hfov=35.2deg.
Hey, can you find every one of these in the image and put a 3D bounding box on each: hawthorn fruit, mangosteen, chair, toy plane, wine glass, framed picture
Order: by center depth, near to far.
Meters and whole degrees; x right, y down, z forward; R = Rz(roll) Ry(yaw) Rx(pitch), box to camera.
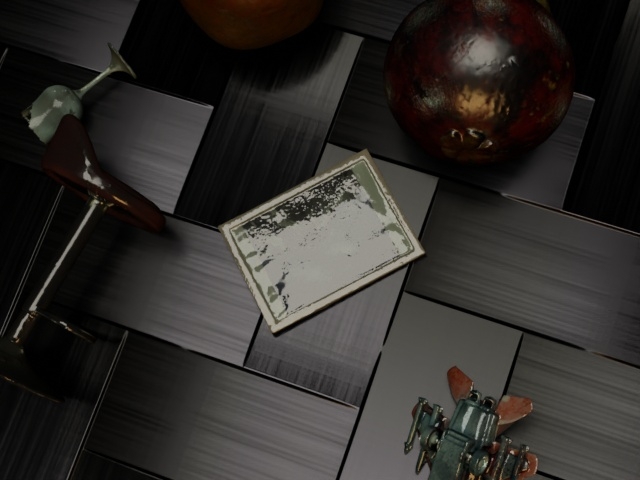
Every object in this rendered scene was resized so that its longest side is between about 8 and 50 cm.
[{"bbox_3d":[0.189,0.358,1.479,0.223,0.104,0.326,21,82,38],"label":"toy plane"},{"bbox_3d":[0.243,-0.260,1.542,0.311,0.311,0.311,-2,76,6],"label":"mangosteen"},{"bbox_3d":[-0.399,0.025,1.567,0.227,0.226,0.401,26,80,12],"label":"chair"},{"bbox_3d":[-0.116,-0.458,1.616,0.268,0.301,0.267,-1,82,4],"label":"hawthorn fruit"},{"bbox_3d":[0.000,0.000,1.633,0.281,0.019,0.209,-30,75,-2],"label":"framed picture"},{"bbox_3d":[-0.411,-0.246,1.710,0.195,0.079,0.079,-39,75,-6],"label":"wine glass"}]
